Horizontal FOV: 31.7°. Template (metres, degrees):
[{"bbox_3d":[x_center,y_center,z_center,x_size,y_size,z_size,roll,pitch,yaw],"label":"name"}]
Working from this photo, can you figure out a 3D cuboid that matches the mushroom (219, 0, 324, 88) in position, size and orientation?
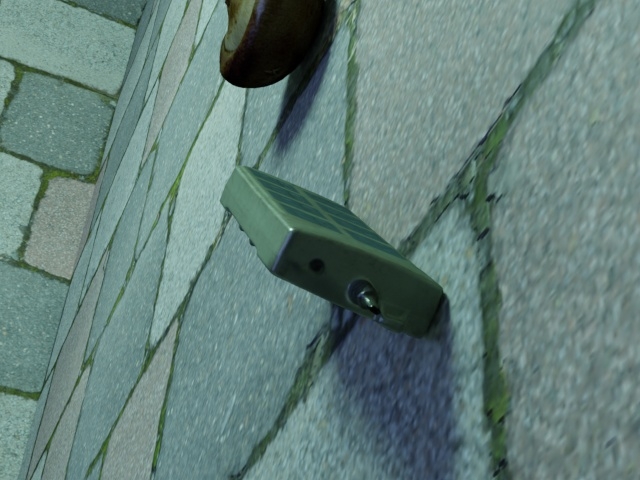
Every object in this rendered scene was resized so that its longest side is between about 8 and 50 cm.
[{"bbox_3d":[-0.047,-0.182,0.929,0.127,0.087,0.127,-159,90,-78],"label":"mushroom"}]

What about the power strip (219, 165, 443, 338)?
[{"bbox_3d":[0.000,0.000,0.568,0.029,0.080,0.227,-64,17,6],"label":"power strip"}]
